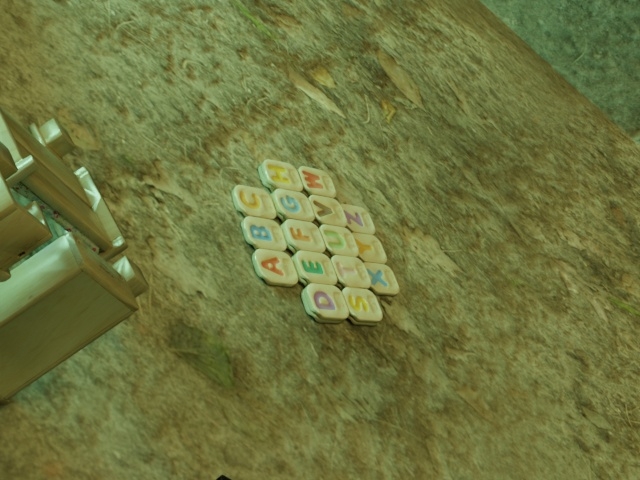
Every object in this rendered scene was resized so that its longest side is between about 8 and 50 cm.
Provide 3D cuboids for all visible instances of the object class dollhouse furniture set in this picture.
[{"bbox_3d":[-0.352,-0.035,0.973,0.355,0.174,0.303,55,0,34],"label":"dollhouse furniture set"}]

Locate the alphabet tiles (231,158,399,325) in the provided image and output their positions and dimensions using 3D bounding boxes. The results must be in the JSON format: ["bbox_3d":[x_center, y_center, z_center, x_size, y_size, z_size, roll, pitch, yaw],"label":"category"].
[{"bbox_3d":[0.000,0.000,1.418,0.278,0.021,0.284,9,50,-40],"label":"alphabet tiles"}]

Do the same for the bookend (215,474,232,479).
[{"bbox_3d":[-0.074,0.351,0.957,0.156,0.072,0.157,35,38,-15],"label":"bookend"}]
